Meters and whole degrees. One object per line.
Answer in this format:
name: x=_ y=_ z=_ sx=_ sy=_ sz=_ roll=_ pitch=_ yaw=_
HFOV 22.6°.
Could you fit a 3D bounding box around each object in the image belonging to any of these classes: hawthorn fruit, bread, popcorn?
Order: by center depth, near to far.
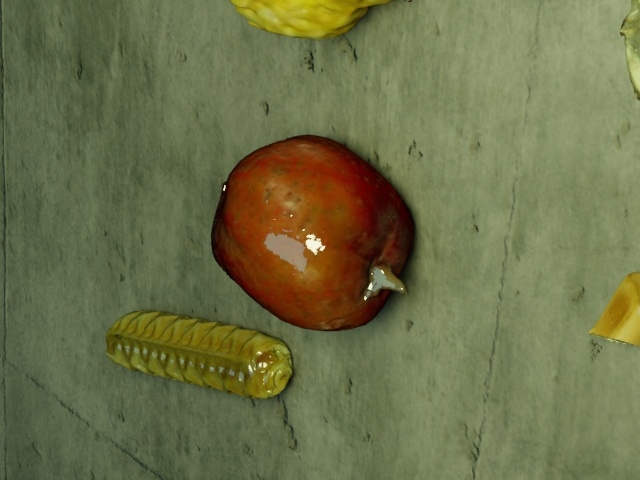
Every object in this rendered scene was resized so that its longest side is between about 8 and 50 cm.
bread: x=0.300 y=0.082 z=1.547 sx=0.062 sy=0.049 sz=0.103 roll=-103 pitch=27 yaw=-44
popcorn: x=-0.012 y=-0.323 z=1.674 sx=0.253 sy=0.191 sz=0.190 roll=-17 pitch=58 yaw=49
hawthorn fruit: x=0.000 y=0.000 z=1.759 sx=0.250 sy=0.215 sz=0.215 roll=38 pitch=130 yaw=38
bread: x=-0.165 y=0.147 z=2.109 sx=0.367 sy=0.084 sz=0.077 roll=6 pitch=147 yaw=50

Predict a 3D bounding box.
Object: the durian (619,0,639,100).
durian: x=0.325 y=-0.187 z=1.395 sx=0.188 sy=0.091 sz=0.148 roll=9 pitch=102 yaw=64
